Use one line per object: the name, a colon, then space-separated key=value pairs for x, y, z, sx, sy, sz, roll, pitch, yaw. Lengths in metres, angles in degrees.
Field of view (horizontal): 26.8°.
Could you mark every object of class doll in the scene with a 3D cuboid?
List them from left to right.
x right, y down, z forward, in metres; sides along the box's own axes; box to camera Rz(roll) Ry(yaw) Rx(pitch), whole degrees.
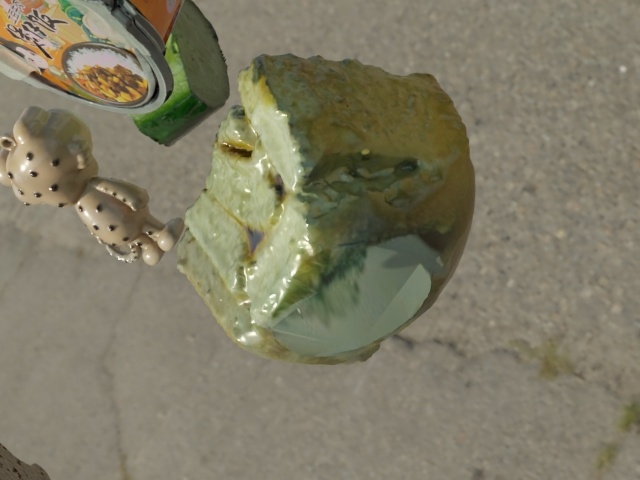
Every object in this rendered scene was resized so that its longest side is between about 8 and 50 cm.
doll: x=-0.320 y=-0.066 z=1.849 sx=0.154 sy=0.278 sz=0.119 roll=-30 pitch=27 yaw=41

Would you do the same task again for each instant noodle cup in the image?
instant noodle cup: x=-0.152 y=-0.181 z=0.863 sx=0.208 sy=0.177 sz=0.125 roll=3 pitch=62 yaw=48

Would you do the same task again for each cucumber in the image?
cucumber: x=-0.209 y=-0.222 z=1.728 sx=0.130 sy=0.191 sz=0.191 roll=-33 pitch=34 yaw=24

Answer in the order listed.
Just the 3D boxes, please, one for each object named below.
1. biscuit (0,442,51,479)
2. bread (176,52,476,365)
biscuit: x=-0.256 y=0.249 z=1.199 sx=0.034 sy=0.182 sz=0.215 roll=-44 pitch=17 yaw=-2
bread: x=-0.002 y=0.009 z=1.513 sx=0.395 sy=0.239 sz=0.264 roll=-62 pitch=36 yaw=41
